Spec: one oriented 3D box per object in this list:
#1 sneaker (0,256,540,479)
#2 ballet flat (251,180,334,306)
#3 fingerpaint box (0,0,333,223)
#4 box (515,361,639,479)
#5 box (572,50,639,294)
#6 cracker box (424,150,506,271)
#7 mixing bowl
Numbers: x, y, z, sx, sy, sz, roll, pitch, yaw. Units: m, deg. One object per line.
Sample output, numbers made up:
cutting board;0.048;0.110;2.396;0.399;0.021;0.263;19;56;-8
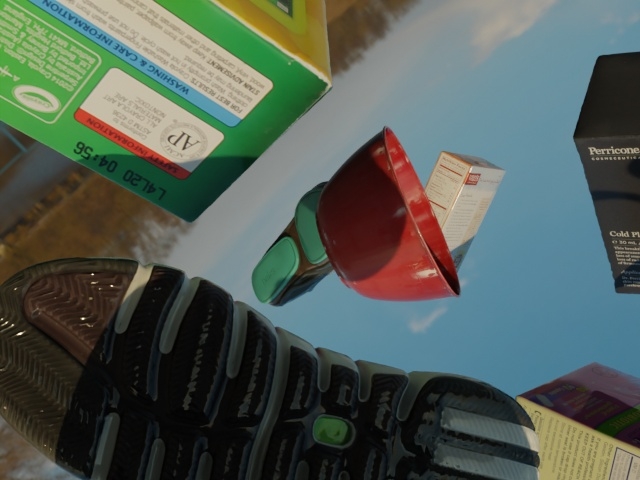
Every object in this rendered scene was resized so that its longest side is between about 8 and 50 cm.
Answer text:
sneaker;-0.040;0.101;0.461;0.162;0.281;0.106;138;-28;-69
ballet flat;0.000;0.000;1.060;0.096;0.095;0.280;-10;162;-29
fingerpaint box;-0.215;-0.273;0.571;0.163;0.445;0.371;-41;-146;31
box;0.391;0.264;1.061;0.243;0.117;0.213;21;-160;41
box;0.548;-0.086;1.120;0.343;0.312;0.179;1;-131;32
cracker box;0.217;-0.033;1.465;0.156;0.067;0.232;-1;119;-57
mixing bowl;0.058;-0.010;0.833;0.098;0.181;0.181;-24;-163;13
